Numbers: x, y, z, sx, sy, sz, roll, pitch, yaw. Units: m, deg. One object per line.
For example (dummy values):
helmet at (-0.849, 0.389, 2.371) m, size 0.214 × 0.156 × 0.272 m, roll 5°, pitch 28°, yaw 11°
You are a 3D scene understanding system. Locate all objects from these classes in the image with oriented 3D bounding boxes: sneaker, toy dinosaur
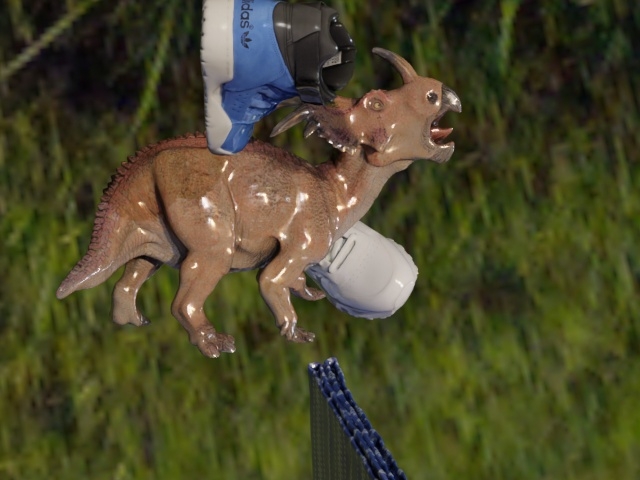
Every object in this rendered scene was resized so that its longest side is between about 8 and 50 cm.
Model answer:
sneaker at (0.000, 0.000, 1.755) m, size 0.235 × 0.090 × 0.095 m, roll 34°, pitch 176°, yaw 41°
sneaker at (-0.022, -0.089, 0.986) m, size 0.085 × 0.058 × 0.152 m, roll 2°, pitch 156°, yaw -1°
toy dinosaur at (-0.060, -0.034, 1.238) m, size 0.296 × 0.200 × 0.127 m, roll -6°, pitch -165°, yaw -25°

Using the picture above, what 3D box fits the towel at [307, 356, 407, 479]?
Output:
towel at (0.053, 0.279, 1.556) m, size 0.040 × 0.243 × 0.336 m, roll -8°, pitch -155°, yaw -14°
